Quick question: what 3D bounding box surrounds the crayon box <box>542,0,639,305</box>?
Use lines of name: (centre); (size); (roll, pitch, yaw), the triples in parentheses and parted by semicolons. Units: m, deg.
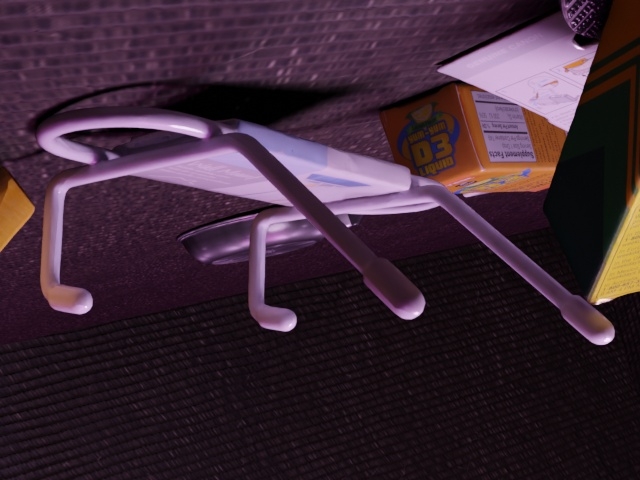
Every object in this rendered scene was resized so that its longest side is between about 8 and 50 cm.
crayon box: (0.255, -0.097, 0.701); (0.202, 0.081, 0.318); (-13, 149, -12)

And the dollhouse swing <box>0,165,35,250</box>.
dollhouse swing: (-0.394, 0.017, 0.718); (0.347, 0.305, 0.315); (-17, 133, 36)

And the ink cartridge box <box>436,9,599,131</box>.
ink cartridge box: (0.255, -0.139, 0.863); (0.239, 0.060, 0.275); (20, 155, -34)

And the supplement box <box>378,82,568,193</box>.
supplement box: (0.147, -0.082, 1.073); (0.078, 0.080, 0.233); (-19, 170, 35)

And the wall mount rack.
wall mount rack: (0.000, 0.000, 0.822); (0.304, 0.130, 0.350); (-6, 170, 40)

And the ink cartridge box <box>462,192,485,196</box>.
ink cartridge box: (0.216, -0.091, 1.304); (0.099, 0.056, 0.135); (-11, 175, -40)

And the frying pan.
frying pan: (-0.016, -0.018, 1.570); (0.326, 0.053, 0.197); (-8, 174, -28)

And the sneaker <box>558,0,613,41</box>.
sneaker: (0.148, -0.133, 0.706); (0.040, 0.044, 0.109); (-41, 150, 11)
